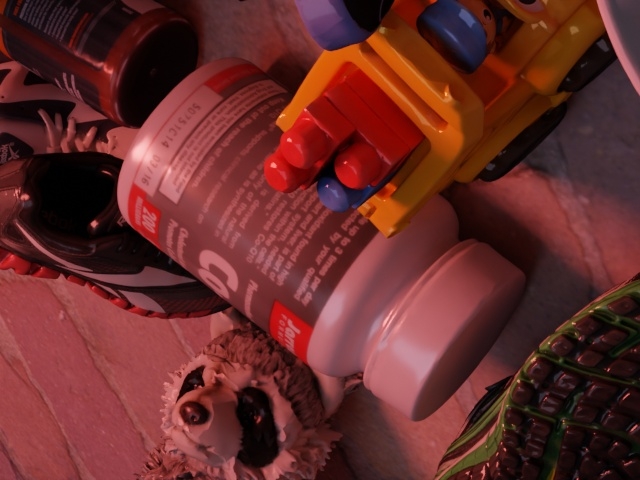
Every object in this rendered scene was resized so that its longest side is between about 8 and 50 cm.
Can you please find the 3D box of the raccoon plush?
[{"bbox_3d":[-0.076,0.233,1.343,0.216,0.299,0.446,26,171,7],"label":"raccoon plush"}]

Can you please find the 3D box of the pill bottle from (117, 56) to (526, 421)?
[{"bbox_3d":[0.000,0.000,1.013,0.283,0.161,0.161,37,141,18],"label":"pill bottle"}]

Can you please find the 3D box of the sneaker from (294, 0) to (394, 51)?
[{"bbox_3d":[0.049,-0.212,0.744,0.090,0.232,0.081,-4,152,34],"label":"sneaker"}]

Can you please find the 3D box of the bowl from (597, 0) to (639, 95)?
[{"bbox_3d":[0.289,-0.150,0.585,0.311,0.163,0.311,27,136,28],"label":"bowl"}]

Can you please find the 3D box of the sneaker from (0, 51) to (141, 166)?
[{"bbox_3d":[-0.230,-0.086,1.185,0.235,0.153,0.094,41,143,12],"label":"sneaker"}]

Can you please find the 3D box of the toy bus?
[{"bbox_3d":[0.065,-0.104,0.820,0.149,0.211,0.220,48,142,6],"label":"toy bus"}]

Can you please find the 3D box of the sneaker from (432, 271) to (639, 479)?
[{"bbox_3d":[0.173,0.121,0.965,0.134,0.146,0.343,34,126,-8],"label":"sneaker"}]

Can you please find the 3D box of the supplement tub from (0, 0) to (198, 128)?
[{"bbox_3d":[-0.204,-0.179,1.119,0.198,0.106,0.106,32,139,23],"label":"supplement tub"}]

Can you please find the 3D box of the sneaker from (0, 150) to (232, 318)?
[{"bbox_3d":[-0.162,-0.004,1.137,0.276,0.097,0.135,20,152,-30],"label":"sneaker"}]
